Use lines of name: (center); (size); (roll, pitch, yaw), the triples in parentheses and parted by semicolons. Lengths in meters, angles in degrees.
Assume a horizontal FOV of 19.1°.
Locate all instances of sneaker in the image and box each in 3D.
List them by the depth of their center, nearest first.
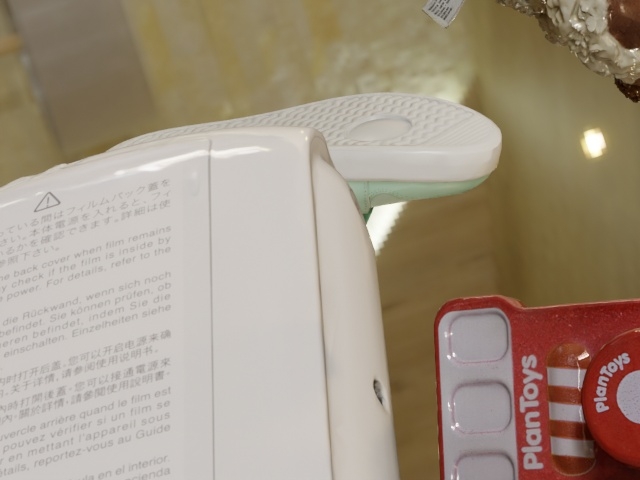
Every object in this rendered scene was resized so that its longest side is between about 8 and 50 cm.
sneaker: (0.000, 0.000, 1.143); (0.094, 0.256, 0.151); (-49, 129, -57)

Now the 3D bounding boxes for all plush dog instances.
plush dog: (0.198, -0.207, 1.355); (0.225, 0.210, 0.262); (25, 66, -46)

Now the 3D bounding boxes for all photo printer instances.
photo printer: (-0.094, 0.084, 0.786); (0.307, 0.256, 0.107); (-96, 164, -47)

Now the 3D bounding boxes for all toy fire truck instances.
toy fire truck: (0.204, 0.187, 1.413); (0.169, 0.254, 0.302); (7, 80, -57)
